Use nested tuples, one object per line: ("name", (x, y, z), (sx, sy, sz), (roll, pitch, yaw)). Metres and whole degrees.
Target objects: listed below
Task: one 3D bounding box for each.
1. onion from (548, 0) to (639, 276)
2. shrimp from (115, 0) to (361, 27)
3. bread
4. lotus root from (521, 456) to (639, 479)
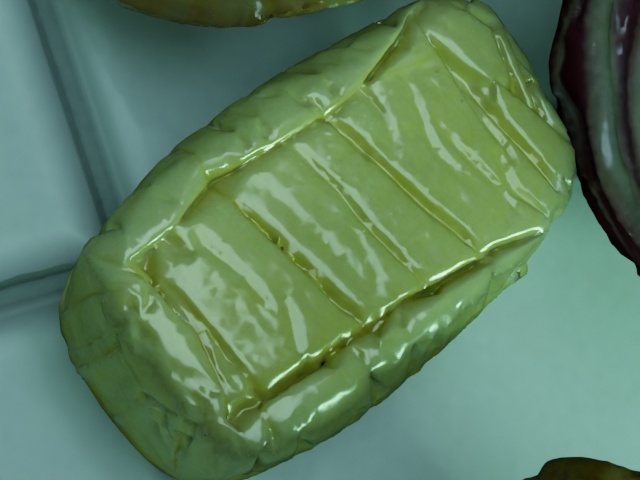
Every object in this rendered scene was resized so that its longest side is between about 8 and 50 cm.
("onion", (0.211, -0.076, 0.737), (0.280, 0.146, 0.314), (-12, 91, -60))
("shrimp", (-0.005, -0.147, 0.675), (0.267, 0.061, 0.145), (16, 62, 14))
("bread", (0.000, 0.000, 0.667), (0.236, 0.106, 0.140), (-37, 89, -22))
("lotus root", (0.124, 0.242, 0.614), (0.193, 0.193, 0.291), (10, 74, -16))
